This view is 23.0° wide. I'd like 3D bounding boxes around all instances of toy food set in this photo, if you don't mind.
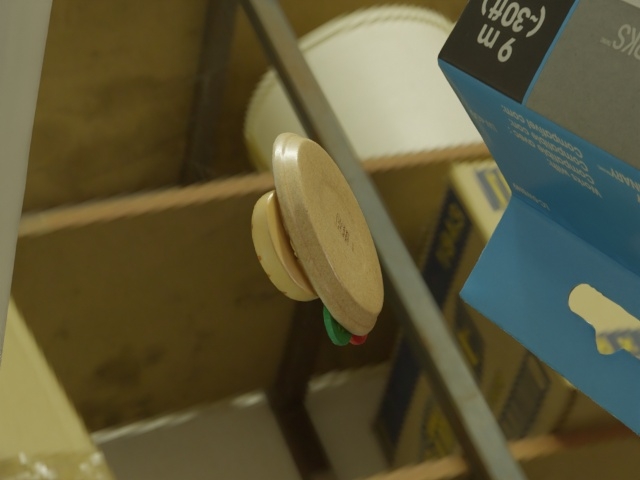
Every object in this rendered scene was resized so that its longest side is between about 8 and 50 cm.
[{"bbox_3d":[0.000,0.000,0.582,0.020,0.083,0.082,-23,-49,16],"label":"toy food set"}]

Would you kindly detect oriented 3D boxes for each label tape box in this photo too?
[{"bbox_3d":[0.178,-0.081,0.754,0.106,0.240,0.333,24,-80,-36],"label":"label tape box"}]

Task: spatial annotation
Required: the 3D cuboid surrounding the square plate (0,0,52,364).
[{"bbox_3d":[-0.238,-0.006,0.339,0.344,0.049,0.347,14,-59,1],"label":"square plate"}]
